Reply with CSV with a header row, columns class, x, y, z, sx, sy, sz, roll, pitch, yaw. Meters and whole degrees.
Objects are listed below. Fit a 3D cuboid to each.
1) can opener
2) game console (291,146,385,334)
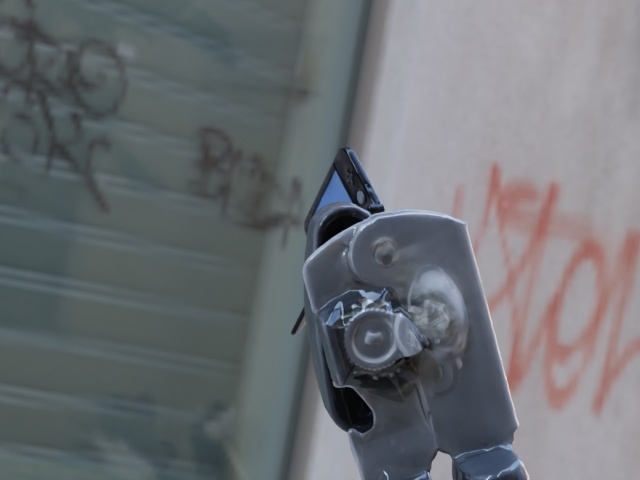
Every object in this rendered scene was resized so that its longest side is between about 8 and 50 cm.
class,x,y,z,sx,sy,sz,roll,pitch,yaw
can opener,0.055,0.117,0.797,0.076,0.283,0.095,-17,12,-9
game console,0.000,0.000,1.476,0.071,0.107,0.122,-12,-30,-28
